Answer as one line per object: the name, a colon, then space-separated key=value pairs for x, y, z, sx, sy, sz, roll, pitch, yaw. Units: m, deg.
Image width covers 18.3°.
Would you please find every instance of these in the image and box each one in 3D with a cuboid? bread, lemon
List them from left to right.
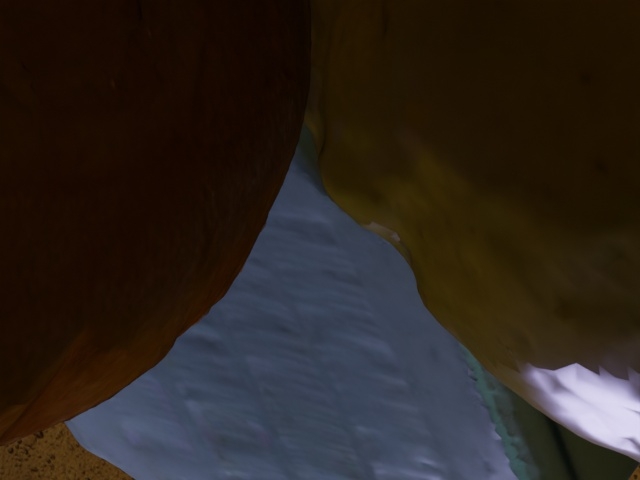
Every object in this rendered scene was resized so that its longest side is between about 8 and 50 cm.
bread: x=-0.098 y=-0.040 z=0.415 sx=0.133 sy=0.179 sz=0.250 roll=-6 pitch=-171 yaw=30
lemon: x=0.167 y=-0.046 z=0.569 sx=0.316 sy=0.285 sz=0.285 roll=-31 pitch=-177 yaw=2

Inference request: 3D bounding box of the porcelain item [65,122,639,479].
porcelain item: x=0.000 y=0.000 z=0.842 sx=0.281 sy=0.286 sz=0.157 roll=5 pitch=-137 yaw=37
